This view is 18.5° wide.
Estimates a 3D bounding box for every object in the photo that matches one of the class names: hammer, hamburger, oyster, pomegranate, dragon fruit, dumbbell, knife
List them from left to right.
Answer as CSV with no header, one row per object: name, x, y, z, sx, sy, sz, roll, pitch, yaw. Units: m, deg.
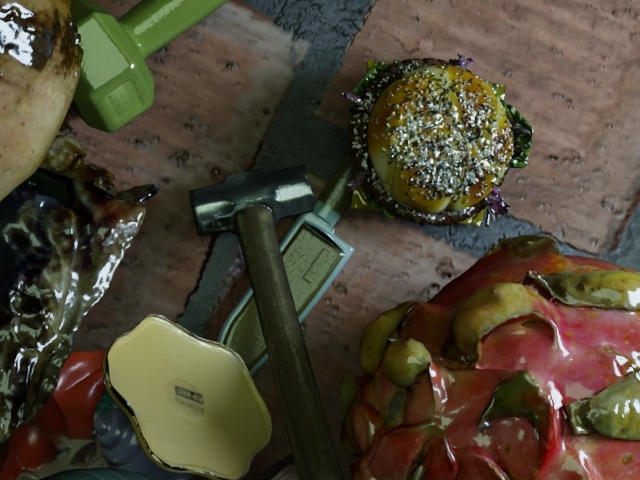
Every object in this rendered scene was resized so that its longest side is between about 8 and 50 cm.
pomegranate,-0.355,-0.148,1.584,0.322,0.322,0.322,1,82,-6
oyster,-0.298,0.042,1.665,0.096,0.221,0.361,54,50,-38
dumbbell,-0.115,-0.225,1.790,0.302,0.121,0.108,-37,59,-10
hammer,-0.030,0.076,1.687,0.111,0.043,0.365,-13,47,-3
knife,0.001,0.001,1.813,0.061,0.027,0.343,37,80,-5
hamburger,0.111,-0.091,1.792,0.189,0.093,0.164,-4,90,-22
dragon fruit,0.147,0.136,1.627,0.263,0.314,0.296,10,82,-36

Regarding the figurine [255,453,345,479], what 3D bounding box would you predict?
figurine,0.020,0.367,1.666,0.253,0.211,0.361,-38,89,-18

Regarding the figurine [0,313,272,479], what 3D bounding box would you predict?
figurine,-0.184,0.181,1.683,0.257,0.181,0.208,-37,82,34

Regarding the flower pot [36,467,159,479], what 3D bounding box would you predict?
flower pot,-0.153,0.272,1.495,0.157,0.243,0.189,-5,61,35
